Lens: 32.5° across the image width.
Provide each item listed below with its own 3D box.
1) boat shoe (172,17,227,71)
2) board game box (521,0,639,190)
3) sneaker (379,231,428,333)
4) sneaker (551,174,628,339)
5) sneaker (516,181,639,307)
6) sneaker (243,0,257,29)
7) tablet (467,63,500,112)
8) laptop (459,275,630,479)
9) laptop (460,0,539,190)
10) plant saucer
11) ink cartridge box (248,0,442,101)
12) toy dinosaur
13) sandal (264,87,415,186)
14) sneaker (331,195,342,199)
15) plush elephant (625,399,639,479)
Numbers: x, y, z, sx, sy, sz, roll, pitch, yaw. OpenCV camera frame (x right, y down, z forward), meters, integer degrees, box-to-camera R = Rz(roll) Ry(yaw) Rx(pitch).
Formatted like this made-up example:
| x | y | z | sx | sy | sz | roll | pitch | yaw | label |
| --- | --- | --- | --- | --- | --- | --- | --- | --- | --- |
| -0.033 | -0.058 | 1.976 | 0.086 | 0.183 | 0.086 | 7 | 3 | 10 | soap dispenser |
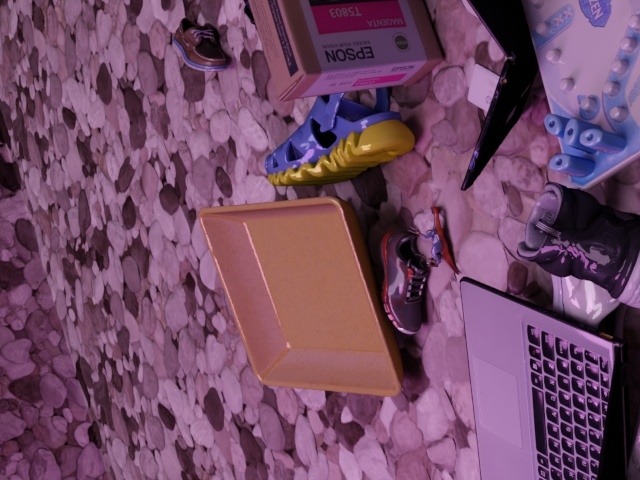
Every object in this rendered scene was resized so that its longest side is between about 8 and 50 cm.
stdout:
| x | y | z | sx | sy | sz | roll | pitch | yaw | label |
| --- | --- | --- | --- | --- | --- | --- | --- | --- | --- |
| -0.229 | -0.368 | 2.056 | 0.183 | 0.066 | 0.066 | 39 | 129 | 46 | boat shoe |
| 0.332 | -0.305 | 1.055 | 0.390 | 0.050 | 0.390 | -37 | 51 | 44 | board game box |
| 0.130 | 0.062 | 1.638 | 0.065 | 0.061 | 0.158 | -13 | 89 | 52 | sneaker |
| 0.330 | 0.042 | 1.304 | 0.091 | 0.094 | 0.258 | 17 | 123 | 45 | sneaker |
| 0.297 | -0.002 | 1.161 | 0.153 | 0.268 | 0.101 | 25 | 99 | 15 | sneaker |
| -0.077 | -0.356 | 1.797 | 0.081 | 0.090 | 0.232 | -15 | 86 | 58 | sneaker |
| 0.227 | -0.195 | 1.454 | 0.083 | 0.006 | 0.054 | 42 | 133 | 44 | tablet |
| 0.248 | 0.307 | 1.291 | 0.408 | 0.236 | 0.382 | 24 | 131 | 49 | laptop |
| 0.182 | -0.235 | 1.270 | 0.136 | 0.234 | 0.264 | 24 | 126 | 13 | laptop |
| -0.018 | 0.079 | 1.760 | 0.333 | 0.081 | 0.332 | -3 | 111 | 45 | plant saucer |
| 0.031 | -0.306 | 1.510 | 0.088 | 0.235 | 0.193 | -34 | 71 | 57 | ink cartridge box |
| 0.173 | -0.005 | 1.585 | 0.090 | 0.047 | 0.082 | 20 | 111 | 17 | toy dinosaur |
| 0.021 | -0.165 | 1.691 | 0.317 | 0.126 | 0.138 | -20 | 79 | 49 | sandal |
| 0.000 | 0.000 | 1.797 | 0.076 | 0.065 | 0.166 | 23 | 119 | 28 | sneaker |
| 0.438 | 0.180 | 1.043 | 0.272 | 0.255 | 0.330 | 58 | -132 | -70 | plush elephant |
